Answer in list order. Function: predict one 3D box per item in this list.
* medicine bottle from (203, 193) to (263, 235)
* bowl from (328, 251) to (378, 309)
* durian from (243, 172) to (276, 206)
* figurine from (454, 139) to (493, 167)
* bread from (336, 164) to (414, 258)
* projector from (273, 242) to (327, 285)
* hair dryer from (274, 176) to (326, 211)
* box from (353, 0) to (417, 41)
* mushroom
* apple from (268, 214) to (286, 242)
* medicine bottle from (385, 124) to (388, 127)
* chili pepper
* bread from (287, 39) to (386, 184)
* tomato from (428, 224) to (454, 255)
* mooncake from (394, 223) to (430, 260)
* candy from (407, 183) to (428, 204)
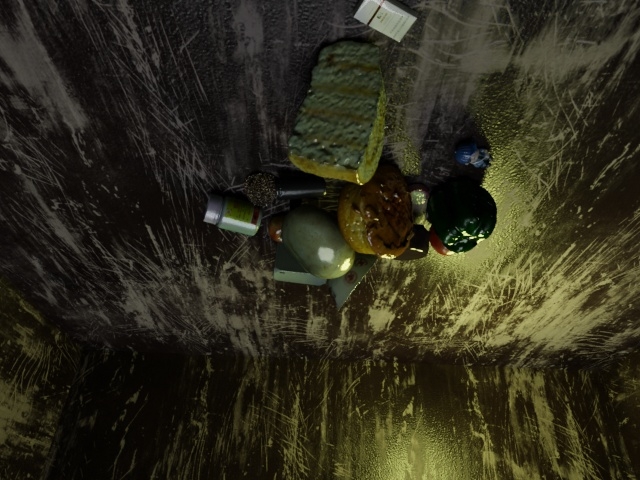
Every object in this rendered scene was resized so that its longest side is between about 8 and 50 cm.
[{"bbox_3d":[-0.367,-0.110,1.918,0.225,0.139,0.139,14,144,-17],"label":"medicine bottle"},{"bbox_3d":[0.128,0.158,2.197,0.157,0.337,0.337,36,143,7],"label":"bowl"},{"bbox_3d":[-0.238,-0.187,1.841,0.148,0.091,0.188,-3,147,4],"label":"durian"},{"bbox_3d":[0.555,-0.309,1.645,0.149,0.086,0.087,12,-174,-34],"label":"figurine"},{"bbox_3d":[0.211,-0.100,1.717,0.204,0.358,0.336,-10,101,38],"label":"bread"},{"bbox_3d":[-0.088,0.095,2.148,0.250,0.198,0.108,6,145,-4],"label":"projector"},{"bbox_3d":[-0.091,-0.180,1.855,0.197,0.089,0.251,-5,161,-10],"label":"hair dryer"},{"bbox_3d":[0.176,-0.616,1.242,0.154,0.040,0.084,19,145,-21],"label":"box"},{"bbox_3d":[0.000,0.000,1.860,0.260,0.352,0.352,-42,145,-14],"label":"mushroom"},{"bbox_3d":[-0.171,-0.051,2.026,0.126,0.102,0.126,-2,141,-2],"label":"apple"},{"bbox_3d":[0.132,-0.383,1.567,0.199,0.057,0.057,-4,145,9],"label":"medicine bottle"},{"bbox_3d":[0.547,-0.093,1.793,0.233,0.256,0.248,21,133,-20],"label":"chili pepper"},{"bbox_3d":[0.078,-0.370,1.401,0.239,0.395,0.264,13,173,17],"label":"bread"},{"bbox_3d":[0.557,-0.015,2.004,0.167,0.167,0.167,1,145,1],"label":"tomato"},{"bbox_3d":[0.337,-0.003,1.986,0.283,0.141,0.283,3,167,1],"label":"mooncake"},{"bbox_3d":[0.387,-0.187,1.849,0.103,0.043,0.103,2,145,1],"label":"candy"}]
